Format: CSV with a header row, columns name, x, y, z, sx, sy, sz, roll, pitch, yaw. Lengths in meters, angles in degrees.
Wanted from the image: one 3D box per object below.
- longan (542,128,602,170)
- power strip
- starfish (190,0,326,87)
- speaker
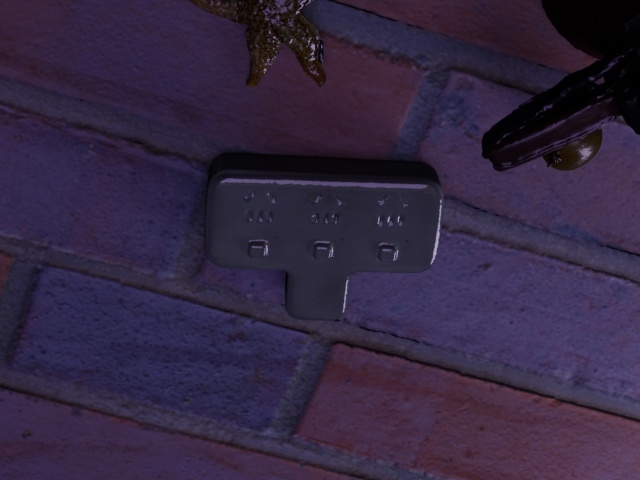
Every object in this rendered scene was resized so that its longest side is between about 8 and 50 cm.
name,x,y,z,sx,sy,sz,roll,pitch,yaw
longan,0.270,-0.108,1.943,0.075,0.083,0.075,25,144,20
power strip,0.000,0.000,2.005,0.265,0.059,0.193,2,122,-6
starfish,-0.067,-0.249,1.858,0.176,0.053,0.208,4,116,5
speaker,0.288,-0.198,1.757,0.259,0.329,0.198,-1,122,4
